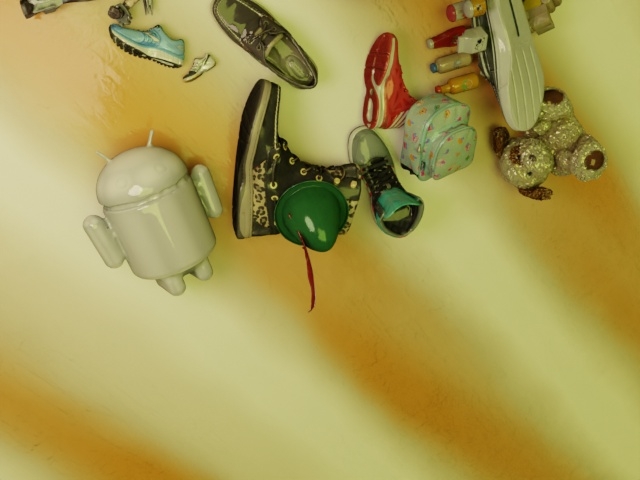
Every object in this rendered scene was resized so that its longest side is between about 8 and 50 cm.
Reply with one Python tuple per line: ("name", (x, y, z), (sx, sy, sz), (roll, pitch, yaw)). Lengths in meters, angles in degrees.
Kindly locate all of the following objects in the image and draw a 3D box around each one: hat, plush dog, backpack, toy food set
("hat", (0.000, 0.000, 1.372), (0.173, 0.183, 0.208), (-23, 128, 4))
("plush dog", (0.564, -0.231, 1.599), (0.226, 0.210, 0.262), (-34, 87, 13))
("backpack", (0.281, -0.247, 1.479), (0.166, 0.144, 0.188), (-23, 128, -24))
("toy food set", (0.310, -0.455, 1.447), (0.105, 0.111, 0.232), (-18, 143, -7))

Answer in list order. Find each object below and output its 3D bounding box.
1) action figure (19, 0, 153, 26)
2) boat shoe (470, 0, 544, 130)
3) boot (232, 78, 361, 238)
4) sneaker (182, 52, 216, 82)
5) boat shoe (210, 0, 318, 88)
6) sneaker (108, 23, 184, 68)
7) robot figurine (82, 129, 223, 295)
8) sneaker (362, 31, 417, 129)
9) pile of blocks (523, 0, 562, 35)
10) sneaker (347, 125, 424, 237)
("action figure", (-0.447, -0.509, 1.228), (0.285, 0.099, 0.185), (-17, 101, -14))
("boat shoe", (0.438, -0.425, 1.477), (0.121, 0.119, 0.334), (-18, 103, -25))
("boot", (-0.049, -0.171, 1.443), (0.285, 0.138, 0.377), (3, 112, -16))
("sneaker", (-0.271, -0.378, 1.366), (0.083, 0.032, 0.036), (-36, 101, -6))
("boat shoe", (-0.111, -0.431, 1.353), (0.285, 0.092, 0.103), (39, 96, -25))
("sneaker", (-0.363, -0.422, 1.314), (0.162, 0.063, 0.073), (16, 86, -24))
("robot figurine", (-0.358, -0.055, 1.363), (0.300, 0.200, 0.353), (-31, 117, -29))
("sneaker", (0.174, -0.372, 1.480), (0.128, 0.087, 0.221), (-1, 111, -33))
("pile of blocks", (0.564, -0.648, 1.476), (0.362, 0.149, 0.113), (-56, 157, 18))
("sneaker", (0.158, -0.125, 1.496), (0.124, 0.178, 0.295), (-26, 114, -5))
